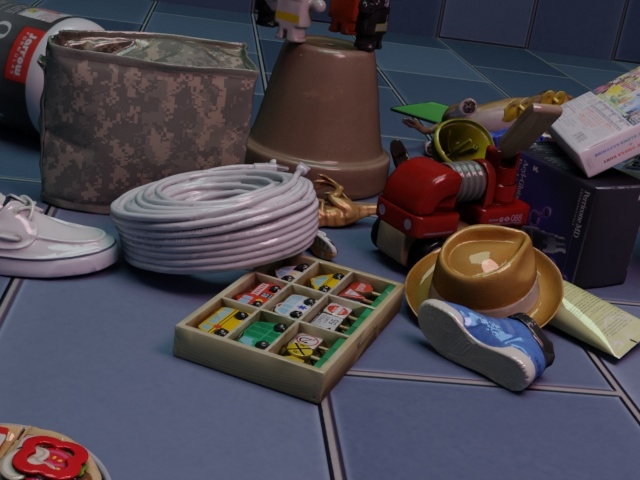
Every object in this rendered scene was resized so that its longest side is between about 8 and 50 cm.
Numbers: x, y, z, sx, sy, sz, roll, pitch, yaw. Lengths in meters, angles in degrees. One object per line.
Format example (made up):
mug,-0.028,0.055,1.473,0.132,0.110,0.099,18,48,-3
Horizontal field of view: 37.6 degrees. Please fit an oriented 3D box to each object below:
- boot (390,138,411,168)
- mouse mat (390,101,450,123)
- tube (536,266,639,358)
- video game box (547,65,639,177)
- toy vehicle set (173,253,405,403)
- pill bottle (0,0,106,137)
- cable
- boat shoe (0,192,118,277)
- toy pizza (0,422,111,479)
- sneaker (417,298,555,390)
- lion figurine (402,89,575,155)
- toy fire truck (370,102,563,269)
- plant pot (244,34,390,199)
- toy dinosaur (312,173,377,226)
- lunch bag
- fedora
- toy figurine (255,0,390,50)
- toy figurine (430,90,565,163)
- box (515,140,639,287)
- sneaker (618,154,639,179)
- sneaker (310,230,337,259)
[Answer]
boot,0.149,-0.116,1.621,0.037,0.106,0.114,-15,-11,6
mouse mat,0.272,-0.297,2.192,0.152,0.007,0.189,23,24,33
tube,0.286,0.074,1.170,0.240,0.070,0.062,28,-12,34
video game box,0.426,-0.176,1.322,0.187,0.048,0.205,-28,20,10
toy vehicle set,-0.024,0.084,1.040,0.166,0.035,0.267,15,22,17
pill bottle,-0.467,-0.281,1.569,0.363,0.210,0.210,17,22,23
cable,-0.129,-0.029,1.175,0.257,0.089,0.257,-5,16,-2
boat shoe,-0.364,-0.012,1.089,0.258,0.084,0.095,2,22,-16
toy pizza,-0.255,0.184,0.695,0.201,0.032,0.201,8,21,-3
sneaker,0.186,0.103,1.038,0.152,0.058,0.084,29,34,33
lion figurine,0.364,-0.240,1.900,0.392,0.142,0.240,6,13,6
toy fire truck,0.205,-0.079,1.259,0.217,0.246,0.158,-5,24,-32
plant pot,0.001,-0.215,1.563,0.263,0.229,0.263,8,20,-3
toy dinosaur,0.040,-0.045,1.393,0.211,0.064,0.112,-9,44,-19
lunch bag,-0.250,-0.164,1.315,0.287,0.235,0.169,3,27,-16
fedora,0.196,0.036,1.117,0.194,0.079,0.194,-2,41,2
toy figurine,0.005,-0.404,1.521,0.209,0.148,0.213,3,22,-17
toy figurine,0.278,-0.124,1.637,0.362,0.191,0.217,-18,2,-37
box,0.349,-0.043,1.354,0.108,0.153,0.207,-4,24,-29
sneaker,0.614,-0.143,1.761,0.111,0.121,0.300,21,24,29
sneaker,0.000,0.000,1.274,0.037,0.032,0.083,-10,28,-39
